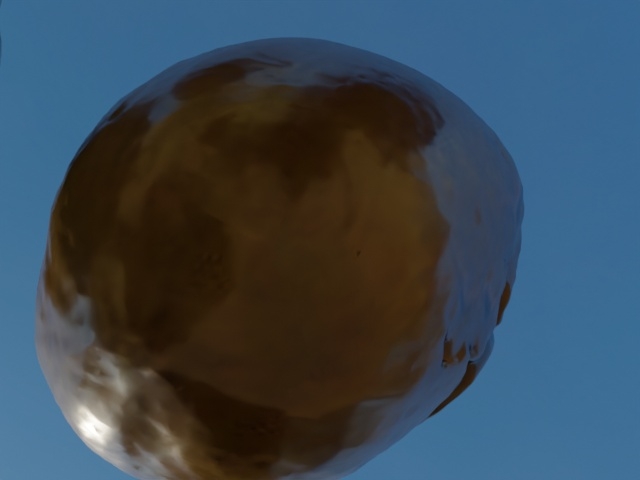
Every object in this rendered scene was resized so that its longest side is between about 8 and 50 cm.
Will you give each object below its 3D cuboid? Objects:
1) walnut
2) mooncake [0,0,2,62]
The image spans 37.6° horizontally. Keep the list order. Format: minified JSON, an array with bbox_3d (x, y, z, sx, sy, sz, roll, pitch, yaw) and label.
[{"bbox_3d":[0.000,0.000,0.448,0.298,0.203,0.203,-35,-80,-51],"label":"walnut"},{"bbox_3d":[-0.331,-0.099,0.444,0.194,0.356,0.356,36,-97,19],"label":"mooncake"}]
